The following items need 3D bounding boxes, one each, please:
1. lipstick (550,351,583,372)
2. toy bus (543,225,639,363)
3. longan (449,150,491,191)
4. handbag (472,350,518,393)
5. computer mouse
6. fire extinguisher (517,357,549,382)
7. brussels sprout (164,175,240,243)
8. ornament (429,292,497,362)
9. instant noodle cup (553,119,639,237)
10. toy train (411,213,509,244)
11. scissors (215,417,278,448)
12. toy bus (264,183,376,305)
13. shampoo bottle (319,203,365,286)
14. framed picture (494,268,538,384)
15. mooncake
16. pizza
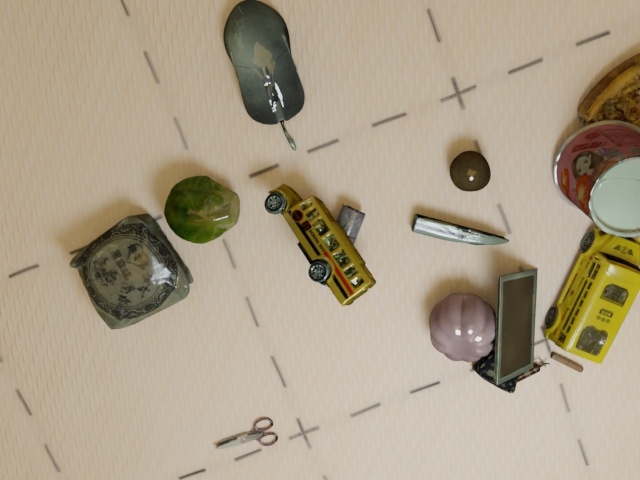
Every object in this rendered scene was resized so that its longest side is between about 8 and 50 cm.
[{"bbox_3d":[0.669,0.331,1.543,0.094,0.019,0.019,27,99,-4],"label":"lipstick"},{"bbox_3d":[0.708,0.134,1.441,0.144,0.152,0.330,21,100,-2],"label":"toy bus"},{"bbox_3d":[0.379,-0.175,1.423,0.119,0.106,0.106,-41,100,-35],"label":"longan"},{"bbox_3d":[0.490,0.323,1.526,0.115,0.072,0.139,30,86,-3],"label":"handbag"},{"bbox_3d":[-0.126,-0.400,1.390,0.167,0.090,0.379,-20,101,5],"label":"computer mouse"},{"bbox_3d":[0.567,0.345,1.546,0.100,0.032,0.046,-30,64,5],"label":"fire extinguisher"},{"bbox_3d":[-0.296,-0.073,1.424,0.180,0.144,0.162,13,65,10],"label":"brussels sprout"},{"bbox_3d":[0.367,0.218,1.456,0.177,0.177,0.178,0,100,1],"label":"ornament"},{"bbox_3d":[0.696,-0.137,1.327,0.243,0.231,0.243,3,115,7],"label":"instant noodle cup"},{"bbox_3d":[0.362,-0.015,1.467,0.251,0.055,0.048,14,100,-1],"label":"toy train"},{"bbox_3d":[-0.210,0.554,1.589,0.176,0.022,0.085,-17,100,1],"label":"scissors"},{"bbox_3d":[0.000,0.000,1.392,0.123,0.121,0.335,-35,78,11],"label":"toy bus"},{"bbox_3d":[0.050,0.017,1.470,0.072,0.072,0.214,20,100,-3],"label":"shampoo bottle"},{"bbox_3d":[0.497,0.213,1.445,0.017,0.217,0.274,5,94,43],"label":"framed picture"},{"bbox_3d":[-0.487,0.084,1.453,0.250,0.136,0.254,-30,99,2],"label":"mooncake"},{"bbox_3d":[0.772,-0.311,1.405,0.251,0.074,0.288,-15,98,6],"label":"pizza"}]
